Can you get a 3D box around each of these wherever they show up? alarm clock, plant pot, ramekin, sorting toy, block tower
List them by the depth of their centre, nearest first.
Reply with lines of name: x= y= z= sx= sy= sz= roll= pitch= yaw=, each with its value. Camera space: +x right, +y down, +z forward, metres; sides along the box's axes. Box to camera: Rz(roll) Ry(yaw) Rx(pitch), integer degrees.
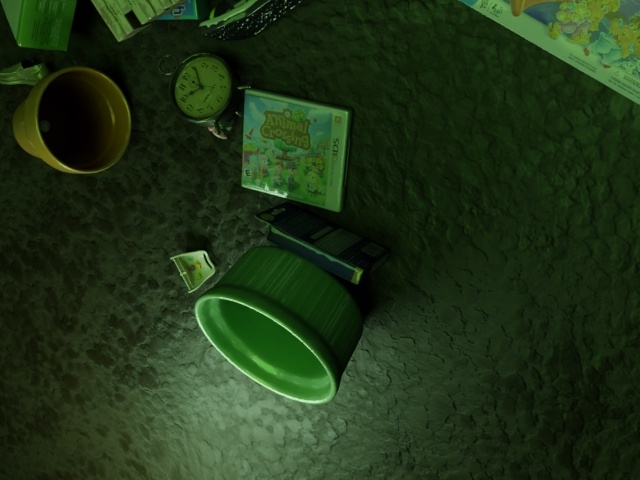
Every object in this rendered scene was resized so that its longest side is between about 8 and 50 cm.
block tower: x=-0.232 y=-0.457 z=1.355 sx=0.335 sy=0.091 sz=0.097 roll=-28 pitch=105 yaw=20
alarm clock: x=-0.222 y=-0.284 z=1.474 sx=0.192 sy=0.064 sz=0.129 roll=36 pitch=95 yaw=15
ramekin: x=-0.067 y=0.150 z=1.486 sx=0.303 sy=0.148 sz=0.303 roll=25 pitch=148 yaw=17
plant pot: x=-0.516 y=-0.235 z=1.609 sx=0.187 sy=0.205 sz=0.205 roll=3 pitch=113 yaw=44
sorting toy: x=-0.257 y=0.054 z=1.674 sx=0.075 sy=0.045 sz=0.083 roll=-23 pitch=98 yaw=27

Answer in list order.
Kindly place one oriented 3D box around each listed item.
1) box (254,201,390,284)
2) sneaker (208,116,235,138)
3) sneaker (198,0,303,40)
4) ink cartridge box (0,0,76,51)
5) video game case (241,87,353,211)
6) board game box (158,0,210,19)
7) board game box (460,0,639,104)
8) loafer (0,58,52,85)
box: x=0.000 y=0.000 z=1.448 sx=0.225 sy=0.136 sz=0.037 roll=27 pitch=114 yaw=17
sneaker: x=-0.209 y=-0.246 z=1.521 sx=0.119 sy=0.047 sz=0.057 roll=40 pitch=102 yaw=7
sneaker: x=-0.114 y=-0.422 z=1.381 sx=0.234 sy=0.084 sz=0.097 roll=-18 pitch=78 yaw=32
ink cartridge box: x=-0.554 y=-0.517 z=1.566 sx=0.255 sy=0.097 sz=0.189 roll=56 pitch=134 yaw=40
video game case: x=-0.048 y=-0.166 z=1.472 sx=0.212 sy=0.023 sz=0.194 roll=16 pitch=118 yaw=22
board game box: x=-0.307 y=-0.485 z=1.461 sx=0.210 sy=0.047 sz=0.160 roll=6 pitch=113 yaw=25
board game box: x=0.389 y=-0.366 z=1.112 sx=0.347 sy=0.078 sz=0.233 roll=34 pitch=123 yaw=12
loafer: x=-0.624 y=-0.356 z=1.691 sx=0.147 sy=0.056 sz=0.050 roll=6 pitch=113 yaw=16
